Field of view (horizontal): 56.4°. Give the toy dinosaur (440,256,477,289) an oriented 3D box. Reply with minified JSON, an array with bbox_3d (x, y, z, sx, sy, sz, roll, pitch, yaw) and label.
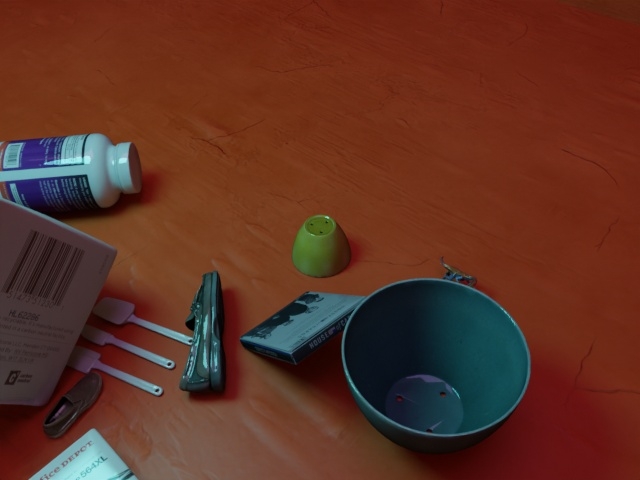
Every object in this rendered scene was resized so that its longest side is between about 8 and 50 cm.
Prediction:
[{"bbox_3d":[0.286,0.075,1.238,0.047,0.090,0.082,-28,6,-35],"label":"toy dinosaur"}]

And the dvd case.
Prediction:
[{"bbox_3d":[-0.033,0.154,1.106,0.179,0.029,0.239,-32,13,-25],"label":"dvd case"}]

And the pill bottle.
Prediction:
[{"bbox_3d":[-0.608,-0.160,1.438,0.323,0.181,0.181,-5,46,-3],"label":"pill bottle"}]

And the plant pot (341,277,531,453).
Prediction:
[{"bbox_3d":[0.182,0.235,0.998,0.290,0.195,0.290,-2,46,2],"label":"plant pot"}]

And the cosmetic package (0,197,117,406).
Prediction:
[{"bbox_3d":[-0.657,0.063,1.046,0.394,0.329,0.327,19,81,21],"label":"cosmetic package"}]

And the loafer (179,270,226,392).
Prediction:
[{"bbox_3d":[-0.231,0.169,1.157,0.084,0.096,0.267,-7,48,-4],"label":"loafer"}]

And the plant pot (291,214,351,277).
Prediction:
[{"bbox_3d":[0.000,0.000,1.308,0.134,0.095,0.134,-2,45,2],"label":"plant pot"}]

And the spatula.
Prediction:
[{"bbox_3d":[-0.380,0.206,1.180,0.242,0.019,0.168,16,48,18],"label":"spatula"}]

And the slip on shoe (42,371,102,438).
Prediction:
[{"bbox_3d":[-0.451,0.292,1.083,0.051,0.041,0.135,21,51,21],"label":"slip on shoe"}]

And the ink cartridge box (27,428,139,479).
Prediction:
[{"bbox_3d":[-0.349,0.419,0.923,0.203,0.086,0.148,33,56,29],"label":"ink cartridge box"}]
